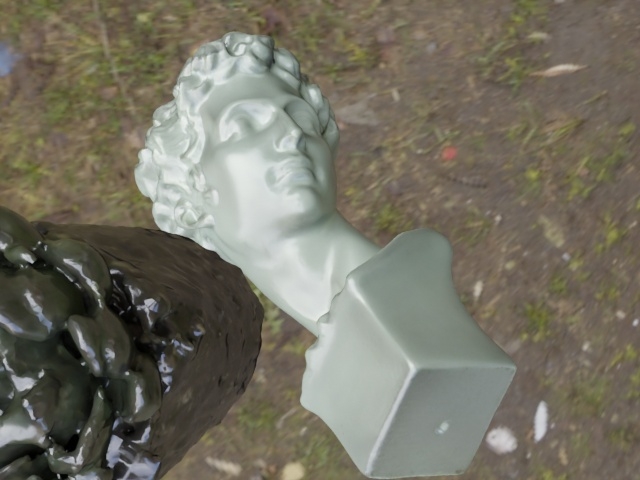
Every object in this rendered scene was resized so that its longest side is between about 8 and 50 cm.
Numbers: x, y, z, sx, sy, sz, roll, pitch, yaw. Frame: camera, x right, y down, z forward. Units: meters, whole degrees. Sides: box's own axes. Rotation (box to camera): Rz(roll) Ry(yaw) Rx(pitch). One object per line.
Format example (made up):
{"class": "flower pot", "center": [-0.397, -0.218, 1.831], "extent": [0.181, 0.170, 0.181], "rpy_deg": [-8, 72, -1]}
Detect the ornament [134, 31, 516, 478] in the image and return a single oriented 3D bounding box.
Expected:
{"class": "ornament", "center": [-0.001, 0.013, 0.754], "extent": [0.130, 0.120, 0.285], "rpy_deg": [-52, 59, 32]}

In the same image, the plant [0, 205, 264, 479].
{"class": "plant", "center": [-0.078, 0.038, 0.402], "extent": [0.092, 0.143, 0.094], "rpy_deg": [36, 105, 19]}
